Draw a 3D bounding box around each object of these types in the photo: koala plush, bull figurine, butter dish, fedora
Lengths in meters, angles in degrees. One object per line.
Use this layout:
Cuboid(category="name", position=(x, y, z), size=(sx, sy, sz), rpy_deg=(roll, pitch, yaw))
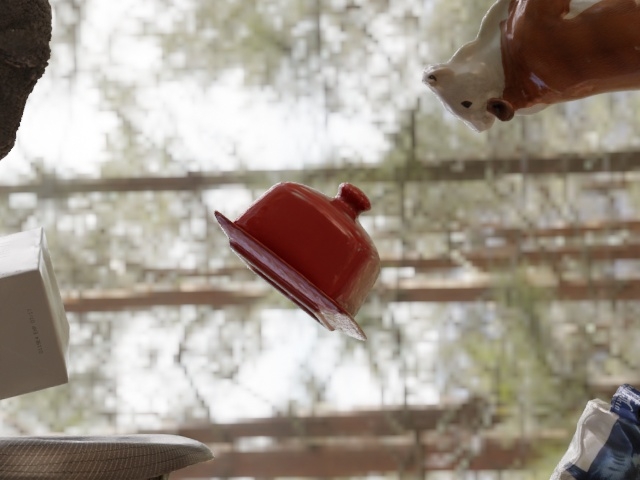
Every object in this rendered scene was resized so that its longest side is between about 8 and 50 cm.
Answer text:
Cuboid(category="koala plush", position=(-0.359, -0.223, 1.814), size=(0.203, 0.196, 0.221), rpy_deg=(-55, 31, 20))
Cuboid(category="bull figurine", position=(0.242, -0.198, 1.672), size=(0.101, 0.310, 0.188), rpy_deg=(-69, -27, -71))
Cuboid(category="butter dish", position=(0.000, 0.000, 1.707), size=(0.118, 0.160, 0.160), rpy_deg=(-52, -15, -4))
Cuboid(category="fedora", position=(-0.193, 0.192, 1.243), size=(0.275, 0.243, 0.124), rpy_deg=(81, -171, -84))

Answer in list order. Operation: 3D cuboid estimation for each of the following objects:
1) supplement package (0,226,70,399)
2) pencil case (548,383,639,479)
Cuboid(category="supplement package", position=(-0.366, 0.085, 2.143), size=(0.244, 0.133, 0.139), rpy_deg=(-123, 20, -77))
Cuboid(category="pencil case", position=(0.202, 0.323, 1.500), size=(0.410, 0.160, 0.183), rpy_deg=(-61, 4, -4))
